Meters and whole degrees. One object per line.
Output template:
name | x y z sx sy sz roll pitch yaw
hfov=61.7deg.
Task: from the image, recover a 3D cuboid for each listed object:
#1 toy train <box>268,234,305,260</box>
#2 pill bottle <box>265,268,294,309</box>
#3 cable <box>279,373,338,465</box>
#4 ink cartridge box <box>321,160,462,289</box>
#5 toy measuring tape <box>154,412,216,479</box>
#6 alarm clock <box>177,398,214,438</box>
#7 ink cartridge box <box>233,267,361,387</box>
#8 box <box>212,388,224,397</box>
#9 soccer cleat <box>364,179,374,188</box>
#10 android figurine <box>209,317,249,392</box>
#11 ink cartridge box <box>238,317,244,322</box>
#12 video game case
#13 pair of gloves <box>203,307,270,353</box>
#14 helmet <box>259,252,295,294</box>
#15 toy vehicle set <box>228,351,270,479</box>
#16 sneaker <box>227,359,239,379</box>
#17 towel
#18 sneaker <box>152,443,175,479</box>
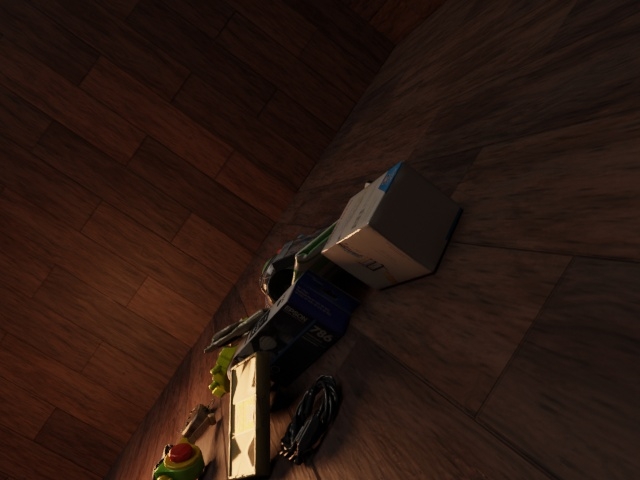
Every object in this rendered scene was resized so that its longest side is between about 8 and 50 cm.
toy train | -0.141 0.073 2.237 0.143 0.105 0.248 -51 7 -37
pill bottle | -0.107 0.181 1.621 0.123 0.122 0.219 -62 -7 -28
cable | -0.020 0.361 1.092 0.185 0.047 0.150 -62 8 -18
ink cartridge box | 0.145 -0.021 1.149 0.171 0.168 0.232 -60 12 -24
toy measuring tape | -0.379 0.644 1.643 0.121 0.121 0.330 -49 -5 28
alarm clock | -0.442 0.644 1.943 0.192 0.064 0.129 -50 12 9
ink cartridge box | -0.063 0.225 1.315 0.333 0.165 0.065 -50 14 31
box | -0.326 0.480 1.967 0.178 0.042 0.109 -50 14 24
soccer cleat | 0.174 -0.086 1.437 0.318 0.108 0.117 -124 49 -76
android figurine | -0.264 0.374 1.716 0.273 0.056 0.248 -41 -33 -53
ink cartridge box | -0.294 0.371 2.028 0.122 0.088 0.052 -57 14 -4
video game case | 0.000 0.000 1.611 0.274 0.035 0.248 -23 9 10
pair of gloves | -0.196 0.251 1.459 0.204 0.042 0.240 -28 -14 4
helmet | -0.130 0.123 1.879 0.169 0.169 0.161 -52 -4 15
toy vehicle set | -0.167 0.411 1.252 0.166 0.035 0.267 -39 47 51
sneaker | -0.206 0.372 1.550 0.153 0.099 0.282 -49 -7 23
towel | -0.004 0.074 1.399 0.248 0.038 0.325 -41 -19 -34
sneaker | -0.570 0.835 1.973 0.162 0.063 0.073 -71 1 -65
